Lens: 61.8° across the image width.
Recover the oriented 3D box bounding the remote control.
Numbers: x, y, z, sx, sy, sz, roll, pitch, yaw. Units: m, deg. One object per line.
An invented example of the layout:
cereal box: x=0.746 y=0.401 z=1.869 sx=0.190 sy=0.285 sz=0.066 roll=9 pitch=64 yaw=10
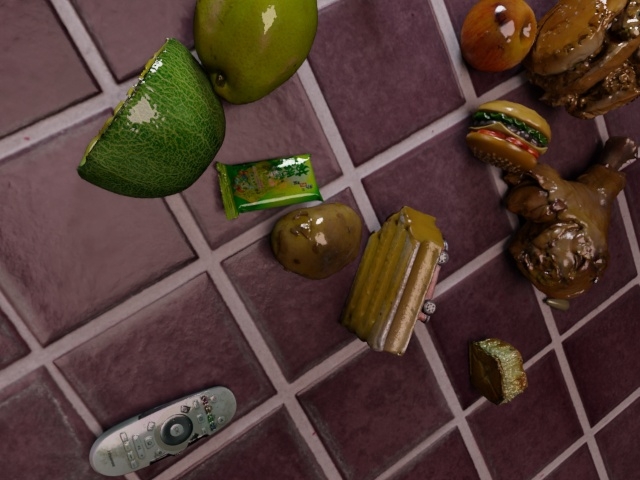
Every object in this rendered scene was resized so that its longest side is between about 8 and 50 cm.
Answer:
remote control: x=-0.269 y=0.330 z=0.936 sx=0.256 sy=0.045 sz=0.097 roll=-16 pitch=106 yaw=-23

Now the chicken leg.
chicken leg: x=0.536 y=-0.094 z=1.146 sx=0.295 sy=0.182 sz=0.409 roll=40 pitch=78 yaw=-7

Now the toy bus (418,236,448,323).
toy bus: x=0.195 y=0.071 z=1.068 sx=0.077 sy=0.079 sz=0.174 roll=12 pitch=94 yaw=-14

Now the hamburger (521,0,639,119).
hamburger: x=0.535 y=-0.380 z=1.032 sx=0.211 sy=0.260 sz=0.245 roll=30 pitch=94 yaw=-20

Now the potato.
potato: x=0.000 y=0.000 z=0.947 sx=0.175 sy=0.137 sz=0.137 roll=-15 pitch=104 yaw=-22

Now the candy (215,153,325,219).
candy: x=-0.085 y=-0.098 z=0.926 sx=0.178 sy=0.032 sz=0.102 roll=-10 pitch=75 yaw=-19

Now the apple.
apple: x=0.339 y=-0.394 z=1.018 sx=0.146 sy=0.146 sz=0.147 roll=-4 pitch=100 yaw=-22

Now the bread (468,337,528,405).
bread: x=0.381 y=0.283 z=1.150 sx=0.069 sy=0.128 sz=0.140 roll=-14 pitch=103 yaw=-15

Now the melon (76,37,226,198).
melon: x=-0.230 y=-0.165 z=0.824 sx=0.169 sy=0.129 sz=0.265 roll=35 pitch=84 yaw=-27

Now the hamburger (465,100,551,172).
hamburger: x=0.365 y=-0.204 z=1.051 sx=0.162 sy=0.162 sz=0.115 roll=25 pitch=94 yaw=-24

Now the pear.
pear: x=-0.106 y=-0.321 z=0.823 sx=0.187 sy=0.187 sz=0.220 roll=32 pitch=96 yaw=-24

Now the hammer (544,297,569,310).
hammer: x=0.578 y=0.066 z=1.257 sx=0.060 sy=0.028 sz=0.195 roll=19 pitch=88 yaw=-18

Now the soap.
soap: x=0.134 y=0.065 z=0.993 sx=0.080 sy=0.160 sz=0.258 roll=20 pitch=92 yaw=-26
